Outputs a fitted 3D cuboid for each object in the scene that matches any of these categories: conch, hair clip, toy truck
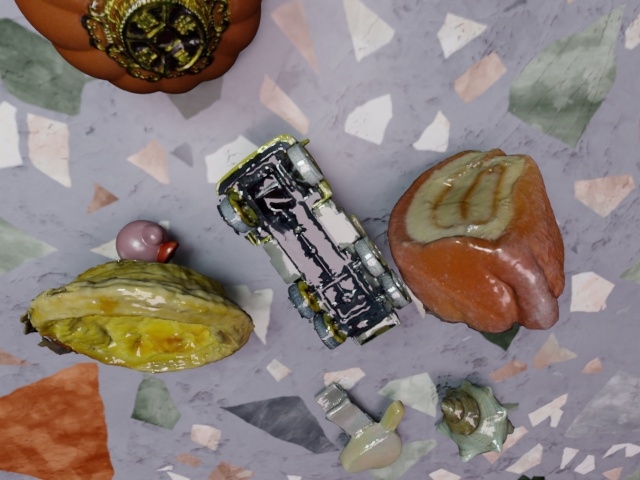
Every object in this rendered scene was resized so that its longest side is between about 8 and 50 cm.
[{"bbox_3d":[0.276,0.341,0.748,0.137,0.114,0.234,-21,121,16],"label":"conch"},{"bbox_3d":[0.086,0.339,0.746,0.159,0.071,0.218,-35,118,5],"label":"hair clip"},{"bbox_3d":[0.000,0.000,0.536,0.124,0.157,0.272,-34,102,10],"label":"toy truck"}]

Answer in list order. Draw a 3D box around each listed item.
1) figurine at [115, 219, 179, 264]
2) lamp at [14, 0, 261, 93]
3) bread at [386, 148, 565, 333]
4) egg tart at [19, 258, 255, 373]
[{"bbox_3d":[-0.231,0.006,0.545,0.071,0.067,0.083,40,136,-11],"label":"figurine"},{"bbox_3d":[-0.159,-0.241,0.379,0.223,0.196,0.223,-17,152,-9],"label":"lamp"},{"bbox_3d":[0.195,-0.017,0.520,0.190,0.244,0.123,-3,128,32],"label":"bread"},{"bbox_3d":[-0.227,0.100,0.546,0.279,0.095,0.279,-1,147,-1],"label":"egg tart"}]
